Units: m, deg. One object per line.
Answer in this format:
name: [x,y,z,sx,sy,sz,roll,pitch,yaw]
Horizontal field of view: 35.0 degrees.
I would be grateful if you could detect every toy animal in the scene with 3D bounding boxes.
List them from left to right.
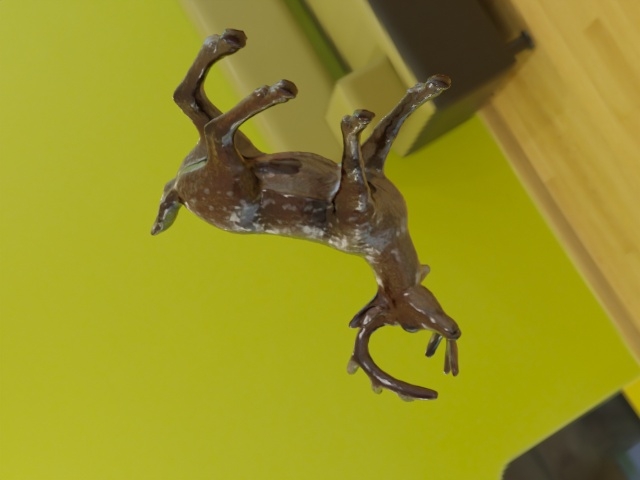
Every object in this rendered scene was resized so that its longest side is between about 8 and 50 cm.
toy animal: [0.008,-0.013,0.700,0.243,0.087,0.260,22,139,7]
